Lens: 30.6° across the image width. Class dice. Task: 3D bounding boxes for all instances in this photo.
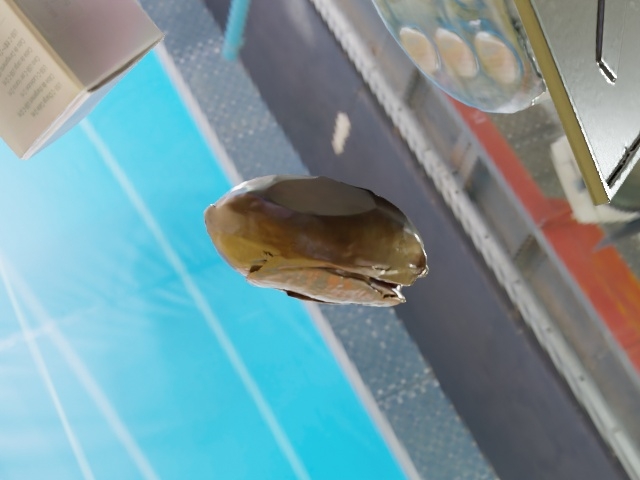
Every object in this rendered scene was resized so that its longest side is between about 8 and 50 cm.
[{"bbox_3d":[0.259,-0.390,1.511,0.330,0.348,0.328,53,-13,-28],"label":"dice"}]

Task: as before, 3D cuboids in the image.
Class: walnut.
[{"bbox_3d":[0.000,0.000,1.200,0.137,0.245,0.137,-172,-90,-75],"label":"walnut"}]

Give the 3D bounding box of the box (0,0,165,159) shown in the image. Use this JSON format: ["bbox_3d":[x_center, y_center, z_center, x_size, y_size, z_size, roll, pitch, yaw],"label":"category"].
[{"bbox_3d":[-0.279,-0.212,1.005,0.251,0.106,0.203,52,-31,-8],"label":"box"}]

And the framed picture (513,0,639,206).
[{"bbox_3d":[0.284,-0.189,1.147,0.020,0.289,0.211,-12,-70,38],"label":"framed picture"}]
